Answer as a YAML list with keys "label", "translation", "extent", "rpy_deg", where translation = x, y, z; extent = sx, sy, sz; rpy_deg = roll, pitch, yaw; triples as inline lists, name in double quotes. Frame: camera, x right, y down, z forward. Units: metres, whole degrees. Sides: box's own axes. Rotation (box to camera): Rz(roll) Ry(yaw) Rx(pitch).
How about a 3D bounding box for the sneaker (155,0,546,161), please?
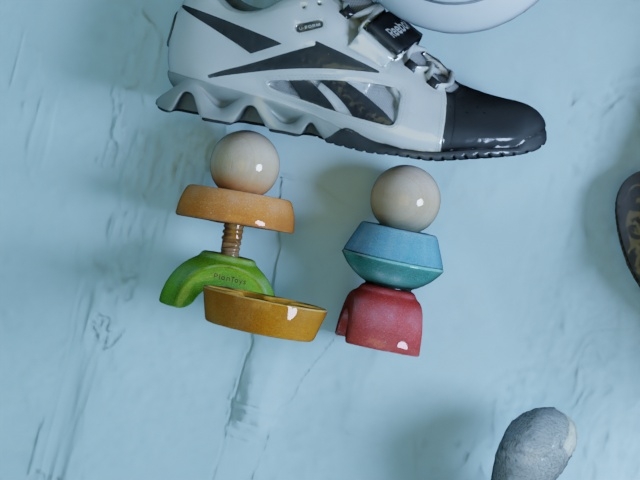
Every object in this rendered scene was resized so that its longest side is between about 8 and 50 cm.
- label: "sneaker"
  translation: [0.033, -0.151, 1.618]
  extent: [0.331, 0.122, 0.146]
  rpy_deg: [11, 100, 5]

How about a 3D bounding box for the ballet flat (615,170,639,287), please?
- label: "ballet flat"
  translation: [0.328, 0.051, 1.645]
  extent: [0.084, 0.058, 0.250]
  rpy_deg: [-34, 87, 6]

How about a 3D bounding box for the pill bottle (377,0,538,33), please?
- label: "pill bottle"
  translation: [0.108, -0.248, 1.500]
  extent: [0.176, 0.318, 0.176]
  rpy_deg: [1, 97, 6]

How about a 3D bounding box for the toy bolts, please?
- label: "toy bolts"
  translation: [0.000, 0.000, 1.612]
  extent: [0.229, 0.218, 0.158]
  rpy_deg: [11, 91, -13]

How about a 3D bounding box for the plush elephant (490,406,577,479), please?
- label: "plush elephant"
  translation: [0.226, 0.356, 1.585]
  extent: [0.255, 0.272, 0.330]
  rpy_deg: [15, 127, 18]
